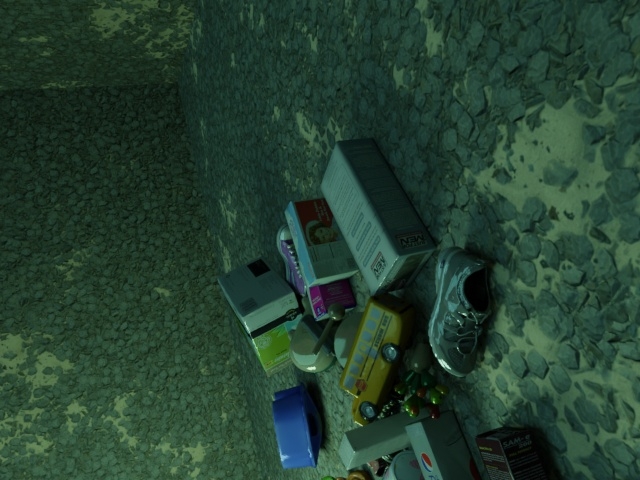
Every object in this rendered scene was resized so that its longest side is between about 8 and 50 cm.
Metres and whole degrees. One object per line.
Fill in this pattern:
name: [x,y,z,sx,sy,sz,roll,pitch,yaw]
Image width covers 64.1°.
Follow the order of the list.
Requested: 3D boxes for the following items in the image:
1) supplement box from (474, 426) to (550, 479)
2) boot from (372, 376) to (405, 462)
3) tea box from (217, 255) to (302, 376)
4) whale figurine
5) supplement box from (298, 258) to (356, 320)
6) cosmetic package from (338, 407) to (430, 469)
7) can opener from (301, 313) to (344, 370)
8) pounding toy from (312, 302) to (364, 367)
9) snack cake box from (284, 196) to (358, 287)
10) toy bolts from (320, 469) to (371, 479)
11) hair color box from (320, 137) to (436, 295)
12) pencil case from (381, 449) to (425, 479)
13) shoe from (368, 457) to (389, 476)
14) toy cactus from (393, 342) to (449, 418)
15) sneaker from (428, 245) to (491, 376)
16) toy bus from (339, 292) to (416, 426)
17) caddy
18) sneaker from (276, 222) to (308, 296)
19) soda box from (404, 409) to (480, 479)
supplement box: [0.396,0.495,0.994,0.130,0.073,0.239,107,147,-71]
boot: [0.192,0.503,1.469,0.236,0.085,0.178,66,151,28]
tea box: [-0.218,0.294,2.039,0.329,0.220,0.323,41,154,55]
whale figurine: [-0.011,0.330,1.810,0.216,0.141,0.271,-12,66,29]
supplement box: [0.019,0.137,1.670,0.111,0.114,0.220,131,127,-62]
cosmetic package: [0.170,0.508,1.326,0.098,0.239,0.060,102,148,-41]
can opener: [0.049,0.336,1.656,0.280,0.074,0.093,41,96,31]
pounding toy: [0.119,0.295,1.498,0.237,0.110,0.182,18,87,25]
snack cake box: [0.000,0.000,1.602,0.089,0.152,0.264,131,125,-61]
toy bolts: [0.130,0.930,1.787,0.218,0.158,0.228,-33,51,22]
hair color box: [0.134,-0.068,1.325,0.185,0.114,0.374,112,141,-51]
pencil case: [0.220,0.702,1.437,0.114,0.124,0.273,23,131,10]
shoe: [0.180,0.661,1.594,0.081,0.064,0.177,50,148,46]
toy cactus: [0.254,0.348,1.265,0.219,0.112,0.180,119,161,-79]
sneaker: [0.297,0.158,1.064,0.115,0.105,0.281,-162,64,-63]
toy bus: [0.146,0.312,1.334,0.130,0.108,0.332,25,109,23]
caddy: [-0.083,0.754,2.081,0.241,0.179,0.341,-99,-1,-88]
sneaker: [-0.068,0.078,1.868,0.161,0.102,0.282,23,131,58]
soda box: [0.311,0.561,1.211,0.091,0.098,0.286,123,132,-59]
